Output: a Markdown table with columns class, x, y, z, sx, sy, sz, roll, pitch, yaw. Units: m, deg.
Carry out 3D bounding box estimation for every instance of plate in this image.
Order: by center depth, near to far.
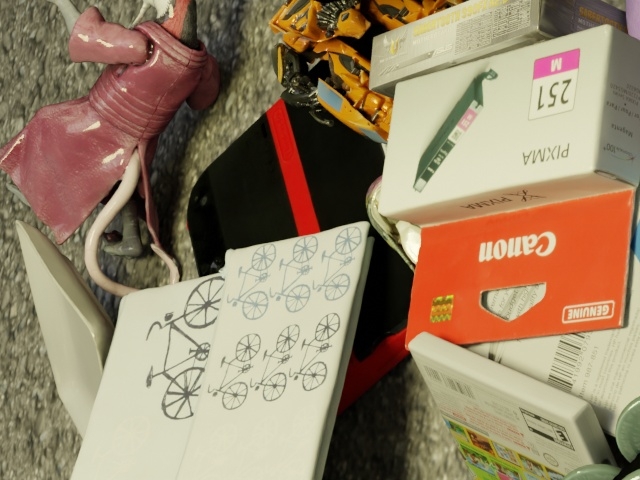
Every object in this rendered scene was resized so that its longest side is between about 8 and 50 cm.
| class | x | y | z | sx | sy | sz | roll | pitch | yaw |
| --- | --- | --- | --- | --- | --- | --- | --- | --- | --- |
| plate | -0.271 | 0.143 | 2.314 | 0.278 | 0.045 | 0.277 | -132 | 28 | -51 |

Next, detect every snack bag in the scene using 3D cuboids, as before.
| class | x | y | z | sx | sy | sz | roll | pitch | yaw |
| --- | --- | --- | --- | --- | --- | --- | --- | --- | --- |
| snack bag | -0.113 | 0.144 | 1.976 | 0.342 | 0.037 | 0.323 | -13 | 49 | 35 |

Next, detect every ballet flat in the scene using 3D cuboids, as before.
| class | x | y | z | sx | sy | sz | roll | pitch | yaw |
| --- | --- | --- | --- | --- | --- | --- | --- | --- | --- |
| ballet flat | 0.094 | -0.011 | 1.896 | 0.077 | 0.079 | 0.221 | -48 | 45 | 12 |

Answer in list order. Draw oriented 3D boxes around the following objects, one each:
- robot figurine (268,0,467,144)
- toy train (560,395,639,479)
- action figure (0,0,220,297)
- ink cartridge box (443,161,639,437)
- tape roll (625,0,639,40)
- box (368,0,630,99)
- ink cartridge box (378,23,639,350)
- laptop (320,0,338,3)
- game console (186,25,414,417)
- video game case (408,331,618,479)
| class | x | y | z | sx | sy | sz | roll | pitch | yaw |
| --- | --- | --- | --- | --- | --- | --- | --- | --- | --- |
| robot figurine | 0.059 | -0.205 | 2.030 | 0.211 | 0.085 | 0.291 | -51 | 46 | 0 |
| toy train | 0.258 | 0.259 | 1.502 | 0.334 | 0.190 | 0.142 | -55 | 9 | 30 |
| action figure | -0.229 | -0.157 | 2.305 | 0.370 | 0.248 | 0.275 | -57 | 39 | 26 |
| ink cartridge box | 0.242 | 0.036 | 1.680 | 0.307 | 0.129 | 0.223 | 22 | 94 | 56 |
| tape roll | 0.382 | -0.225 | 1.635 | 0.275 | 0.090 | 0.274 | -25 | 58 | 47 |
| box | 0.185 | -0.160 | 1.793 | 0.231 | 0.183 | 0.056 | -15 | 62 | 51 |
| ink cartridge box | 0.153 | -0.038 | 1.671 | 0.275 | 0.060 | 0.239 | -11 | 65 | 52 |
| laptop | 0.082 | -0.335 | 1.955 | 0.234 | 0.264 | 0.136 | -20 | 91 | 10 |
| game console | 0.000 | 0.000 | 2.102 | 0.342 | 0.060 | 0.386 | -40 | 47 | 29 |
| video game case | 0.182 | 0.187 | 1.666 | 0.026 | 0.206 | 0.227 | -38 | 30 | -20 |
